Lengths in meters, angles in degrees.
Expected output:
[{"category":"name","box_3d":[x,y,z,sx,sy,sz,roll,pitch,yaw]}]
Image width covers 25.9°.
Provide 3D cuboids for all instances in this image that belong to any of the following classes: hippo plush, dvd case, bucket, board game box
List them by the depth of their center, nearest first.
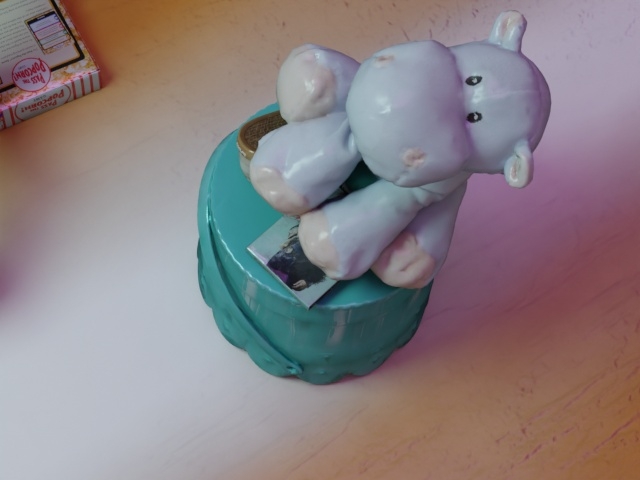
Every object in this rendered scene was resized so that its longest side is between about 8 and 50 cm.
[{"category":"hippo plush","box_3d":[0.104,-0.073,1.226,0.294,0.236,0.234,-2,90,-21]},{"category":"dvd case","box_3d":[0.000,0.000,1.339,0.119,0.013,0.087,-41,75,-21]},{"category":"bucket","box_3d":[0.000,-0.008,1.450,0.281,0.183,0.281,2,65,-4]},{"category":"board game box","box_3d":[-0.357,-0.232,1.589,0.147,0.045,0.193,-25,71,-15]}]

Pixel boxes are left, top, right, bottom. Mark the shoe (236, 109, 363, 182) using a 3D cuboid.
[{"category":"shoe","box_3d":[0.018,-0.112,1.373,0.219,0.058,0.076,-19,49,-17]}]
